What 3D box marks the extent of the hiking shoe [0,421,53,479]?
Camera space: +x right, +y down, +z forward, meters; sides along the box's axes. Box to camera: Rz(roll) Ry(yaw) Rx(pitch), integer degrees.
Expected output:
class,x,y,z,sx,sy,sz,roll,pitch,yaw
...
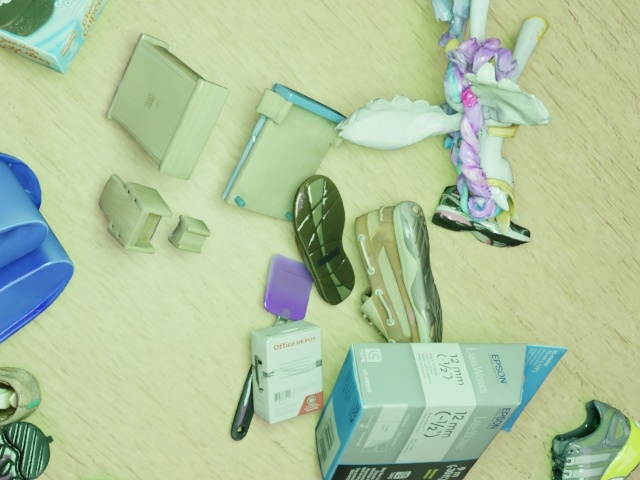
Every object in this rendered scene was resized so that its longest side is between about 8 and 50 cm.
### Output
class,x,y,z,sx,sy,sz,roll,pitch,yaw
hiking shoe,-0.513,0.338,1.014,0.304,0.132,0.113,-15,78,-19

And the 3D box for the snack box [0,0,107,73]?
class,x,y,z,sx,sy,sz,roll,pitch,yaw
snack box,-0.371,-0.411,1.056,0.187,0.060,0.322,24,75,0

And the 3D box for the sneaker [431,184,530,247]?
class,x,y,z,sx,sy,sz,roll,pitch,yaw
sneaker,0.278,-0.044,1.264,0.178,0.072,0.077,20,75,-19

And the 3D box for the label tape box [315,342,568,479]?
class,x,y,z,sx,sy,sz,roll,pitch,yaw
label tape box,0.188,0.269,1.149,0.347,0.249,0.115,4,46,-13

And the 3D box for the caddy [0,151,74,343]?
class,x,y,z,sx,sy,sz,roll,pitch,yaw
caddy,-0.494,0.032,0.968,0.341,0.241,0.179,-39,67,-19

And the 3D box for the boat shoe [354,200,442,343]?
class,x,y,z,sx,sy,sz,roll,pitch,yaw
boat shoe,0.125,0.096,1.213,0.116,0.123,0.324,-6,102,19

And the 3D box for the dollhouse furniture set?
class,x,y,z,sx,sy,sz,roll,pitch,yaw
dollhouse furniture set,-0.151,-0.129,1.156,0.303,0.198,0.286,14,111,-44

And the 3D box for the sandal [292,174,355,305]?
class,x,y,z,sx,sy,sz,roll,pitch,yaw
sandal,0.000,0.000,1.185,0.090,0.060,0.219,-31,123,-22

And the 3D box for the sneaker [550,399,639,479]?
class,x,y,z,sx,sy,sz,roll,pitch,yaw
sneaker,0.433,0.404,1.297,0.121,0.111,0.300,41,75,-1

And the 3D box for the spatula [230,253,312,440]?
class,x,y,z,sx,sy,sz,roll,pitch,yaw
spatula,-0.083,0.172,1.189,0.084,0.030,0.297,21,87,-31

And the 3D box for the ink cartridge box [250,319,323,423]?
class,x,y,z,sx,sy,sz,roll,pitch,yaw
ink cartridge box,-0.051,0.199,1.161,0.099,0.056,0.135,-9,104,-33

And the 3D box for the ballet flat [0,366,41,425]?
class,x,y,z,sx,sy,sz,roll,pitch,yaw
ballet flat,-0.550,0.204,1.033,0.316,0.106,0.108,4,92,-14

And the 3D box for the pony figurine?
class,x,y,z,sx,sy,sz,roll,pitch,yaw
pony figurine,0.231,-0.220,1.139,0.351,0.302,0.364,23,70,-48
